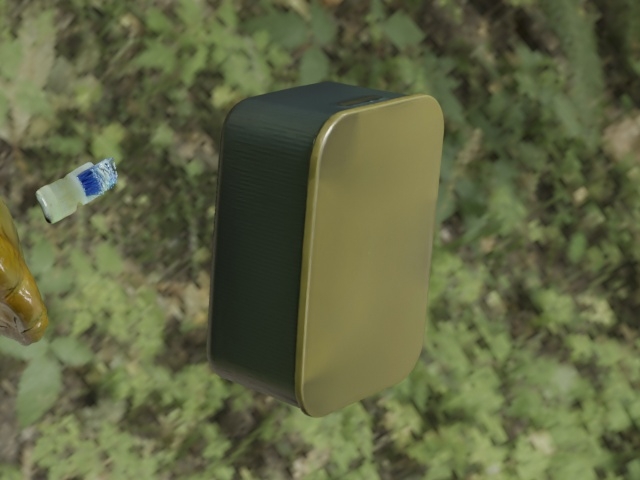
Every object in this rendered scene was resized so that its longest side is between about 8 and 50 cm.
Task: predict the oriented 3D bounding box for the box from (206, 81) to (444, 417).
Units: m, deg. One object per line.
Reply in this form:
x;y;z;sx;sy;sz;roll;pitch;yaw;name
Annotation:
0.000;0.000;1.149;0.144;0.090;0.201;-20;120;-52;box

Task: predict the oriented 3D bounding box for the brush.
-0.214;-0.046;1.573;0.178;0.030;0.033;-56;130;-77;brush

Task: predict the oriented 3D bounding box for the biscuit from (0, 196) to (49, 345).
-0.351;-0.055;1.473;0.078;0.329;0.335;-43;52;-18;biscuit
